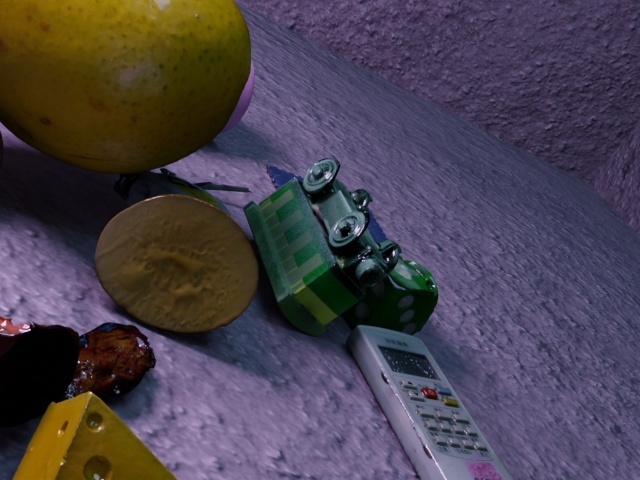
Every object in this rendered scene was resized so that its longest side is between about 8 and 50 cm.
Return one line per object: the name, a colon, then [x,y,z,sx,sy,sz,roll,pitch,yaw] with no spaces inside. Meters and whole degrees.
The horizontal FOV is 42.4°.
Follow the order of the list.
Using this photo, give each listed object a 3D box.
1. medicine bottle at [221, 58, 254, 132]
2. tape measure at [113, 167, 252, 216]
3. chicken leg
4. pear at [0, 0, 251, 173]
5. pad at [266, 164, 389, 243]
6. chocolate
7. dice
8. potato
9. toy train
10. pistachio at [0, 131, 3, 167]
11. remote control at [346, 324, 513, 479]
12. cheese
medicine bottle: [-0.300,-0.323,1.567,0.315,0.202,0.202,3,36,-48]
tape measure: [-0.185,-0.045,1.341,0.164,0.084,0.330,41,12,20]
chicken leg: [-0.240,0.159,0.867,0.106,0.051,0.253,33,25,-13]
pear: [-0.301,-0.272,1.135,0.418,0.363,0.362,12,28,-19]
pad: [0.028,-0.050,1.686,0.269,0.012,0.269,17,27,-32]
chocolate: [-0.307,0.108,0.793,0.127,0.124,0.133,-37,31,-27]
dice: [0.107,0.088,1.367,0.128,0.120,0.131,7,31,-44]
potato: [-0.185,0.016,1.104,0.203,0.178,0.158,3,12,-6]
toy train: [0.000,0.000,1.308,0.120,0.202,0.301,47,10,-37]
pistachio: [-0.474,-0.124,1.061,0.124,0.124,0.185,13,35,-39]
remote control: [0.158,0.255,1.183,0.145,0.050,0.344,16,27,-35]
cheese: [-0.176,0.229,0.730,0.171,0.093,0.126,37,53,-29]
